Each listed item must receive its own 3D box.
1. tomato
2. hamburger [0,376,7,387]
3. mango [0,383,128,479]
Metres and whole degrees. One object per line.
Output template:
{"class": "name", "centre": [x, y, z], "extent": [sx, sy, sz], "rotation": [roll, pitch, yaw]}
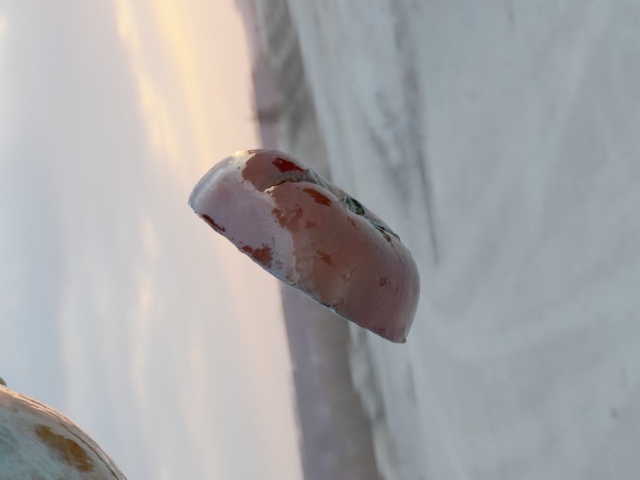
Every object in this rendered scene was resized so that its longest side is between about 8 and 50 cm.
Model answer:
{"class": "tomato", "centre": [0.001, -0.003, 1.487], "extent": [0.085, 0.225, 0.225], "rotation": [-54, 2, 3]}
{"class": "hamburger", "centre": [-0.377, 0.167, 1.561], "extent": [0.162, 0.330, 0.209], "rotation": [-137, 64, -69]}
{"class": "mango", "centre": [-0.214, 0.169, 0.862], "extent": [0.199, 0.221, 0.384], "rotation": [60, 150, -6]}
